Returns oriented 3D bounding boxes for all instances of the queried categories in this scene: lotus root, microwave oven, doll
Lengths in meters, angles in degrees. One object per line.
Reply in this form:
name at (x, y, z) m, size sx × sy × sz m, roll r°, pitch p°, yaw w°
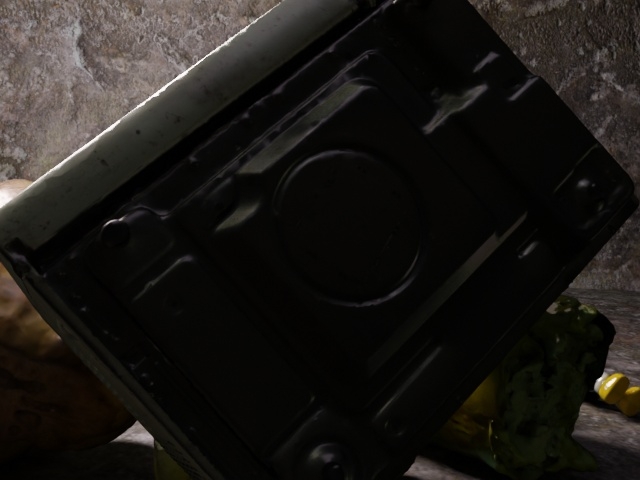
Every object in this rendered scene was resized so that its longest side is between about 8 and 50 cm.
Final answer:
lotus root at (-0.309, 0.121, 0.747) m, size 0.316 × 0.316 × 0.250 m, roll 3°, pitch 17°, yaw 1°
microwave oven at (0.000, 0.000, 0.584) m, size 0.394 × 0.333 × 0.247 m, roll -43°, pitch 0°, yaw -21°
doll at (0.373, 0.198, 1.166) m, size 0.145 × 0.103 × 0.316 m, roll 6°, pitch 8°, yaw -25°

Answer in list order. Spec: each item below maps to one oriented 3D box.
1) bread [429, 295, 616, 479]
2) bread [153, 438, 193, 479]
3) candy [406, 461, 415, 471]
bread at (0.157, 0.144, 0.875) m, size 0.251 × 0.208 × 0.376 m, roll 25°, pitch -9°, yaw -42°
bread at (-0.109, 0.193, 0.715) m, size 0.114 × 0.111 × 0.129 m, roll -2°, pitch 34°, yaw -15°
candy at (0.027, 0.216, 0.858) m, size 0.097 × 0.097 × 0.323 m, roll 2°, pitch -3°, yaw -15°
